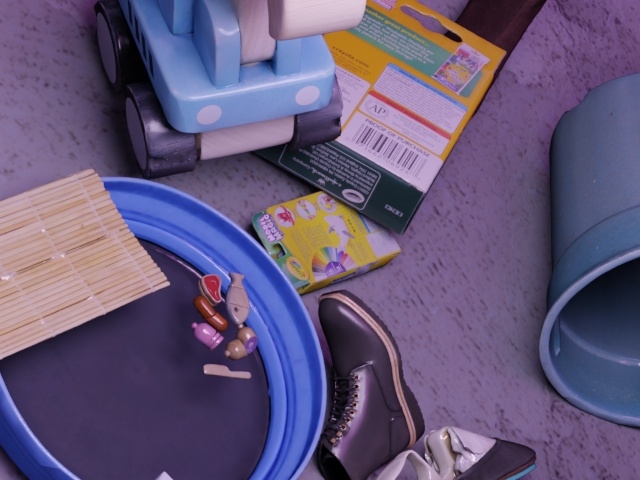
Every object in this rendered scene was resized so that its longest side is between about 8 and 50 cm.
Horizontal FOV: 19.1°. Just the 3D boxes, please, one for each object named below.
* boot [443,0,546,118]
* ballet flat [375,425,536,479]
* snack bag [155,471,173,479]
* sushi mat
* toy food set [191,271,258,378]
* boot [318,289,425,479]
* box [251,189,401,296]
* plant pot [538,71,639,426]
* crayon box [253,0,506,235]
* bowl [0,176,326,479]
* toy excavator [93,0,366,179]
[{"bbox_3d":[0.230,-0.281,2.422,0.090,0.207,0.248,32,47,-15],"label":"boot"},{"bbox_3d":[0.133,0.258,2.057,0.280,0.095,0.096,-28,93,-45],"label":"ballet flat"},{"bbox_3d":[-0.102,0.428,1.714,0.323,0.037,0.342,51,33,-18],"label":"snack bag"},{"bbox_3d":[-0.300,0.033,1.840,0.316,0.019,0.151,-24,78,-43],"label":"sushi mat"},{"bbox_3d":[-0.100,0.081,1.956,0.078,0.019,0.122,9,56,-32],"label":"toy food set"},{"bbox_3d":[0.027,0.166,2.038,0.137,0.077,0.198,-40,106,-40],"label":"boot"},{"bbox_3d":[0.000,0.000,2.179,0.179,0.043,0.105,-17,72,-45],"label":"box"},{"bbox_3d":[0.418,-0.007,2.316,0.341,0.341,0.334,21,42,-24],"label":"plant pot"},{"bbox_3d":[0.076,-0.167,2.279,0.203,0.083,0.323,30,42,3],"label":"crayon box"},{"bbox_3d":[-0.178,0.121,1.940,0.391,0.077,0.391,19,51,-26],"label":"bowl"},{"bbox_3d":[-0.084,-0.248,1.921,0.222,0.445,0.433,-12,49,-15],"label":"toy excavator"}]
